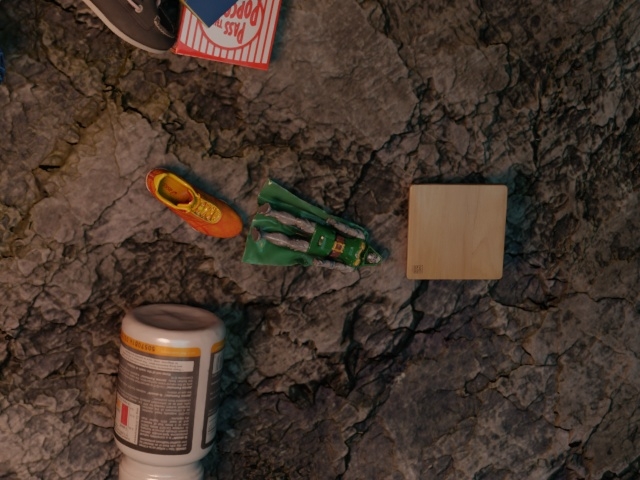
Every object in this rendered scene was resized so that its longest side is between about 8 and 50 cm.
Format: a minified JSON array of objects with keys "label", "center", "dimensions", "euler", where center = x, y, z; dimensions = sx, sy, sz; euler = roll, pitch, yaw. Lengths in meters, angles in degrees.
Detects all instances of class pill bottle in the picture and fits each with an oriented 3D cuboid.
[{"label":"pill bottle","center":[-0.236,0.249,1.839],"dimensions":[0.162,0.162,0.278],"euler":[2,104,-21]}]

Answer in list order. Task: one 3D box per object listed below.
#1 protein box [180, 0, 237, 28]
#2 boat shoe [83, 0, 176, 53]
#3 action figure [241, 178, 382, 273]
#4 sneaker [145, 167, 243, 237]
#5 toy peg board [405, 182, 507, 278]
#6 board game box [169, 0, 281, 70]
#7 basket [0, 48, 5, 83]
[{"label":"protein box","center":[-0.162,-0.439,1.611],"dimensions":[0.200,0.136,0.201],"euler":[-43,122,3]},{"label":"boat shoe","center":[-0.282,-0.362,1.612],"dimensions":[0.095,0.112,0.335],"euler":[-35,145,16]},{"label":"action figure","center":[0.000,0.000,1.916],"dimensions":[0.232,0.063,0.137],"euler":[17,96,-27]},{"label":"sneaker","center":[-0.192,-0.049,1.824],"dimensions":[0.175,0.067,0.064],"euler":[29,92,-26]},{"label":"toy peg board","center":[0.221,-0.023,1.991],"dimensions":[0.161,0.079,0.161],"euler":[0,105,-4]},{"label":"board game box","center":[-0.133,-0.361,1.768],"dimensions":[0.147,0.045,0.193],"euler":[7,103,-22]},{"label":"basket","center":[-0.489,-0.282,1.553],"dimensions":[0.201,0.255,0.289],"euler":[38,108,-23]}]
